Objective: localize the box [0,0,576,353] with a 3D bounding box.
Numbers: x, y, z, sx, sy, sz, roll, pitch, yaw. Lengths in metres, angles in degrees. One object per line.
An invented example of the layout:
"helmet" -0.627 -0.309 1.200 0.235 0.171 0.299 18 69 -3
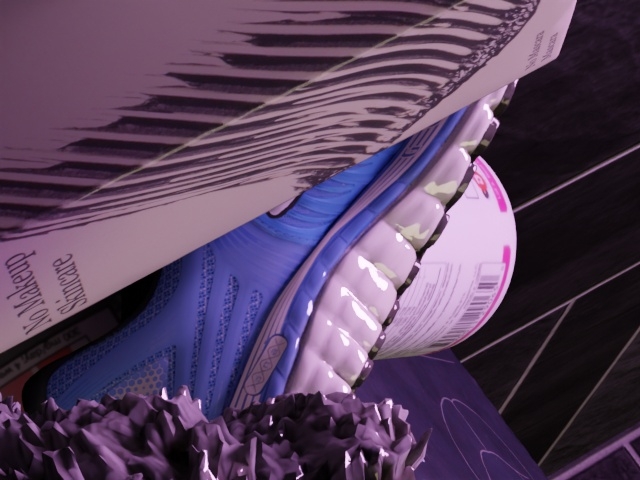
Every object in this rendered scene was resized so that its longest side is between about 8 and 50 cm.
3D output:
"box" -0.042 -0.064 0.725 0.275 0.094 0.113 -29 163 -9

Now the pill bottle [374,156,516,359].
"pill bottle" 0.000 0.000 1.254 0.160 0.160 0.283 -43 160 22

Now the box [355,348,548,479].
"box" 0.053 0.316 1.627 0.297 0.471 0.480 -38 162 12

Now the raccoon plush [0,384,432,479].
"raccoon plush" -0.188 0.062 0.567 0.299 0.446 0.216 -29 -147 37

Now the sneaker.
"sneaker" -0.017 -0.033 0.829 0.330 0.147 0.130 -61 -179 -27

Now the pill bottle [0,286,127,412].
"pill bottle" -0.113 0.090 0.933 0.210 0.363 0.210 -31 166 -9
